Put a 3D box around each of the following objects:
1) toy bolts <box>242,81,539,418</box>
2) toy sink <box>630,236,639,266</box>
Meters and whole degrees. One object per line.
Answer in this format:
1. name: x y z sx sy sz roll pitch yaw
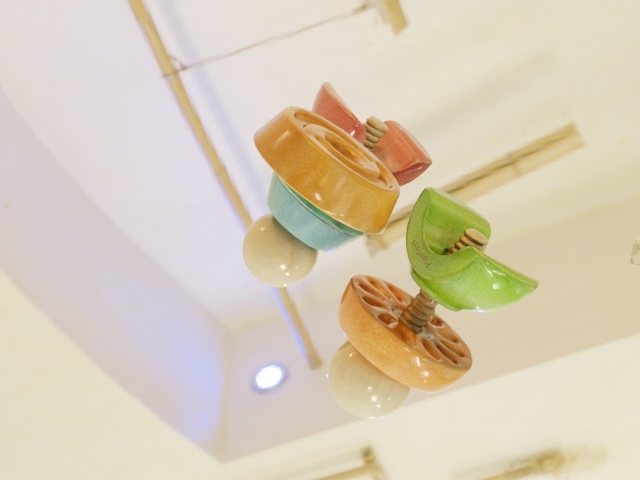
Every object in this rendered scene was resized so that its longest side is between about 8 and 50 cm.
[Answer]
1. toy bolts: 0.000 0.000 0.751 0.218 0.158 0.228 27 -160 -32
2. toy sink: 0.290 -0.034 0.508 0.234 0.153 0.131 13 97 57
